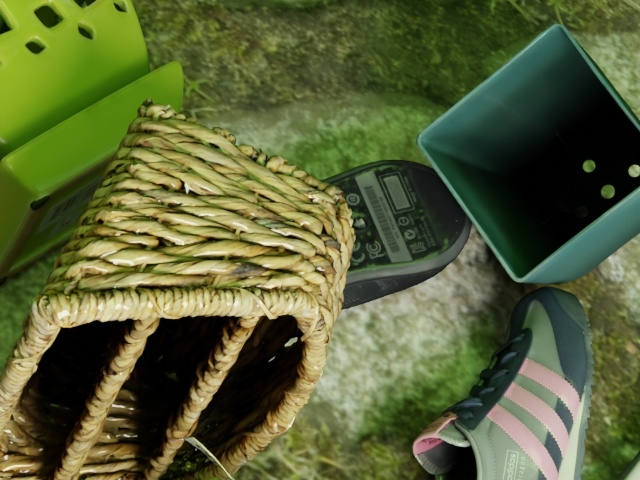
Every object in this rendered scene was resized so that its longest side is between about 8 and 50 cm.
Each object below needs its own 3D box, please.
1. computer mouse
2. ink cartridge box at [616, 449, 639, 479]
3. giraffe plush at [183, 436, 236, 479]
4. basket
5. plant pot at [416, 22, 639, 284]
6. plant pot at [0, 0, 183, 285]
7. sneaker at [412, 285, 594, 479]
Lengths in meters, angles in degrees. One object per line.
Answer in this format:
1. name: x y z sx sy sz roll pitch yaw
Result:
1. computer mouse: 0.000 0.000 1.571 0.272 0.072 0.188 -9 61 -16
2. ink cartridge box: 0.358 0.290 1.515 0.261 0.066 0.296 42 50 8
3. giraffe plush: -0.071 0.272 1.267 0.210 0.181 0.170 40 75 2
4. basket: -0.112 0.093 1.290 0.213 0.299 0.223 27 46 -7
5. plant pot: 0.233 -0.060 1.619 0.165 0.166 0.234 56 15 20
6. plant pot: -0.255 -0.105 1.428 0.207 0.227 0.228 49 50 7
7. sneaker: 0.149 0.153 1.491 0.131 0.112 0.319 22 48 -12
